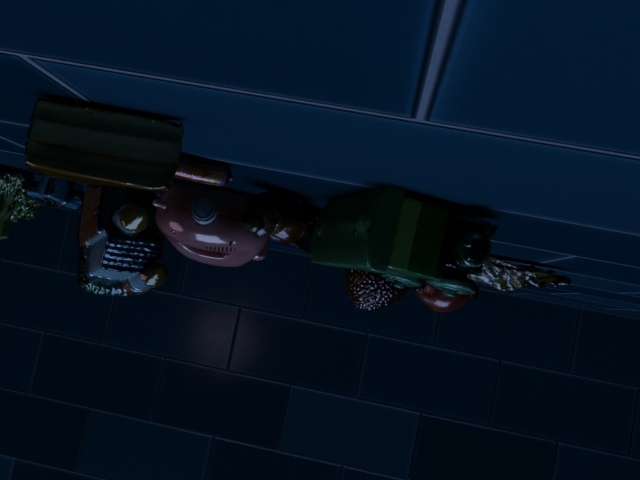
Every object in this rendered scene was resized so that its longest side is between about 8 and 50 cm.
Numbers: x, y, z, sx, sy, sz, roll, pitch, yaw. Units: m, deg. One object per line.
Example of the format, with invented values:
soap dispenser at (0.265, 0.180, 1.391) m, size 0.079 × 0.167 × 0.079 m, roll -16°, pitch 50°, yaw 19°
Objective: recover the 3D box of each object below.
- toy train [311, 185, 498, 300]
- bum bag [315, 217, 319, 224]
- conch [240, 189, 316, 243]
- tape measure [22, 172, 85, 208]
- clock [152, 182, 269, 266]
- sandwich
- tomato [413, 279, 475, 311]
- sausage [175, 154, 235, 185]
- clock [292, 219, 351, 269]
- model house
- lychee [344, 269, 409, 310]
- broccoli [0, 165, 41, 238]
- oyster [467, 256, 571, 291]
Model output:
toy train at (0.114, 0.004, 0.904) m, size 0.203 × 0.120 × 0.301 m, roll 16°, pitch 175°, yaw -16°
bum bag at (0.113, 0.006, 1.165) m, size 0.249 × 0.059 × 0.123 m, roll 26°, pitch -169°, yaw 25°
conch at (-0.058, -0.039, 1.026) m, size 0.080 × 0.086 × 0.233 m, roll -16°, pitch 164°, yaw 37°
tape measure at (-0.652, -0.120, 1.511) m, size 0.146 × 0.080 × 0.125 m, roll 9°, pitch 173°, yaw 28°
clock at (-0.210, -0.029, 1.195) m, size 0.227 × 0.142 × 0.241 m, roll 11°, pitch 172°, yaw 0°
sandwich at (-0.220, -0.097, 0.680) m, size 0.164 × 0.079 × 0.113 m, roll 9°, pitch 178°, yaw 4°
tomato at (0.335, 0.118, 1.648) m, size 0.168 × 0.167 × 0.167 m, roll 11°, pitch 176°, yaw 1°
sausage at (-0.180, -0.099, 0.839) m, size 0.130 × 0.034 × 0.034 m, roll 13°, pitch 176°, yaw -17°
clock at (0.000, 0.000, 1.215) m, size 0.185 × 0.040 × 0.184 m, roll 27°, pitch -169°, yaw -6°
model house at (-0.386, -0.016, 1.268) m, size 0.185 × 0.252 × 0.291 m, roll 10°, pitch 166°, yaw -29°
lychee at (0.156, 0.097, 1.668) m, size 0.195 × 0.194 × 0.194 m, roll 11°, pitch 176°, yaw 1°
broccoli at (-0.818, -0.092, 1.573) m, size 0.194 × 0.194 × 0.220 m, roll 12°, pitch 170°, yaw -10°
oyster at (0.385, 0.065, 1.380) m, size 0.345 × 0.078 × 0.128 m, roll 13°, pitch 168°, yaw 8°
